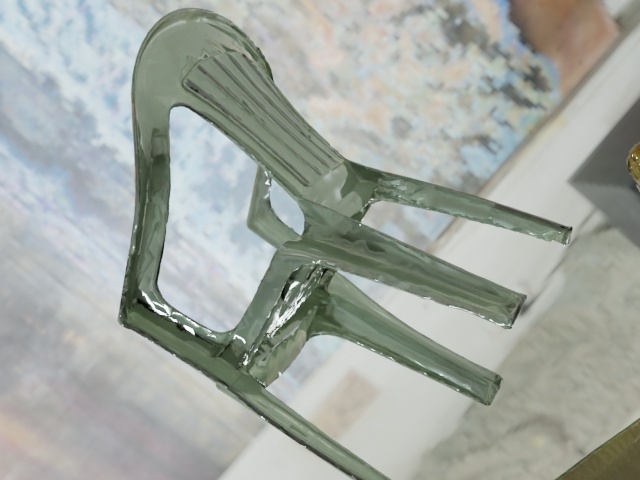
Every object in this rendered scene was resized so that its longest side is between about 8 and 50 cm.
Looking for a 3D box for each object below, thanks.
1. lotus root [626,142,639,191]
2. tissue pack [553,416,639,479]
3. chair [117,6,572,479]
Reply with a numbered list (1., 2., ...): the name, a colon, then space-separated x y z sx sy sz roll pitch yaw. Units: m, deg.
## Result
1. lotus root: 0.337 0.018 0.976 0.314 0.141 0.169 27 -175 -12
2. tissue pack: 0.247 0.289 1.160 0.167 0.200 0.275 48 154 23
3. chair: 0.000 0.000 0.872 0.274 0.190 0.203 26 -153 10
